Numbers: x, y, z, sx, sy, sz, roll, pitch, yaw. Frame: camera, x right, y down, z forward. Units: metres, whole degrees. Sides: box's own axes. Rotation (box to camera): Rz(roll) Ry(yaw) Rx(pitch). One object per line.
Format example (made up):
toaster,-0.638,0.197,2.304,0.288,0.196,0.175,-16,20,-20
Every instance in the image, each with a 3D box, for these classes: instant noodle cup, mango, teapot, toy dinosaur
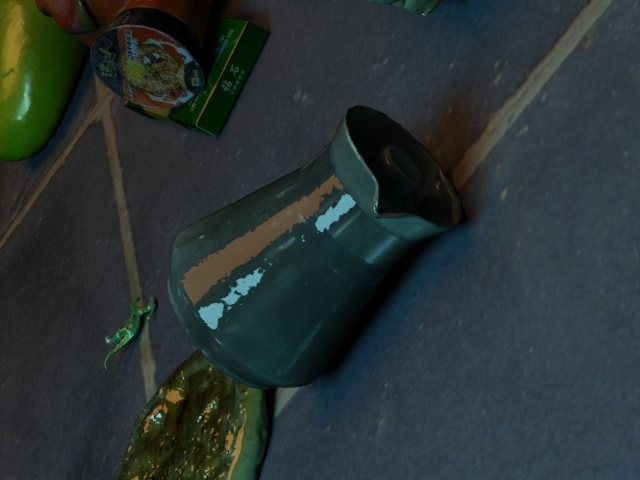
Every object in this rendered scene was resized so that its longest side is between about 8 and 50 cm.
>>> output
instant noodle cup,-0.174,-0.234,2.071,0.127,0.127,0.136,-34,30,44
mango,-0.387,-0.249,2.513,0.175,0.143,0.293,-19,59,56
teapot,0.000,0.000,1.592,0.225,0.171,0.203,-42,3,24
toy dinosaur,-0.198,0.095,1.988,0.062,0.021,0.083,-26,42,32

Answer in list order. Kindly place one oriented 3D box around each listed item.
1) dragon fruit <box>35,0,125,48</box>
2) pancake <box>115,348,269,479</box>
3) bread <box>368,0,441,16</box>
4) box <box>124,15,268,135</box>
dragon fruit,-0.245,-0.368,2.266,0.290,0.189,0.290,-44,21,22
pancake,-0.122,0.197,1.742,0.253,0.037,0.253,-42,33,37
bread,0.054,-0.352,1.685,0.250,0.225,0.279,-59,30,11
box,-0.144,-0.192,2.134,0.132,0.034,0.235,-64,26,-2
